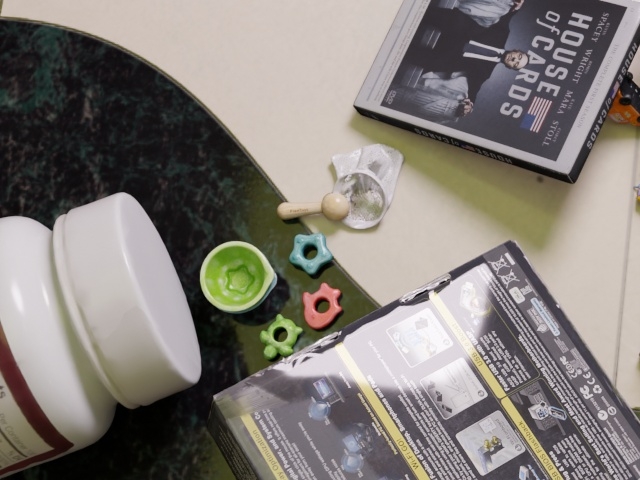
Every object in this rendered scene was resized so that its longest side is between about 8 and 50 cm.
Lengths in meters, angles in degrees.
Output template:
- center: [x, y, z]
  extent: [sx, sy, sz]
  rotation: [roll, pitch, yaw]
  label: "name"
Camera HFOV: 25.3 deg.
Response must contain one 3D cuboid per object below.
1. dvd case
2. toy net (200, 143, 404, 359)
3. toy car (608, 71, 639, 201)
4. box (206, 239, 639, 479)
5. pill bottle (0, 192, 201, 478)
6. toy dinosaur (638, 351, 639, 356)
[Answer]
- center: [0.168, -0.168, 1.347]
  extent: [0.239, 0.029, 0.179]
  rotation: [21, 81, 32]
  label: "dvd case"
- center: [0.000, 0.000, 1.363]
  extent: [0.232, 0.045, 0.122]
  rotation: [-44, 74, -2]
  label: "toy net"
- center: [0.286, -0.095, 1.331]
  extent: [0.040, 0.060, 0.122]
  rotation: [-20, 64, 38]
  label: "toy car"
- center: [0.136, 0.235, 1.206]
  extent: [0.318, 0.097, 0.395]
  rotation: [-27, 72, -20]
  label: "box"
- center: [-0.325, 0.111, 1.305]
  extent: [0.392, 0.224, 0.224]
  rotation: [-21, 75, 5]
  label: "pill bottle"
- center: [0.336, 0.104, 1.276]
  extent: [0.093, 0.053, 0.183]
  rotation: [26, 83, 13]
  label: "toy dinosaur"
